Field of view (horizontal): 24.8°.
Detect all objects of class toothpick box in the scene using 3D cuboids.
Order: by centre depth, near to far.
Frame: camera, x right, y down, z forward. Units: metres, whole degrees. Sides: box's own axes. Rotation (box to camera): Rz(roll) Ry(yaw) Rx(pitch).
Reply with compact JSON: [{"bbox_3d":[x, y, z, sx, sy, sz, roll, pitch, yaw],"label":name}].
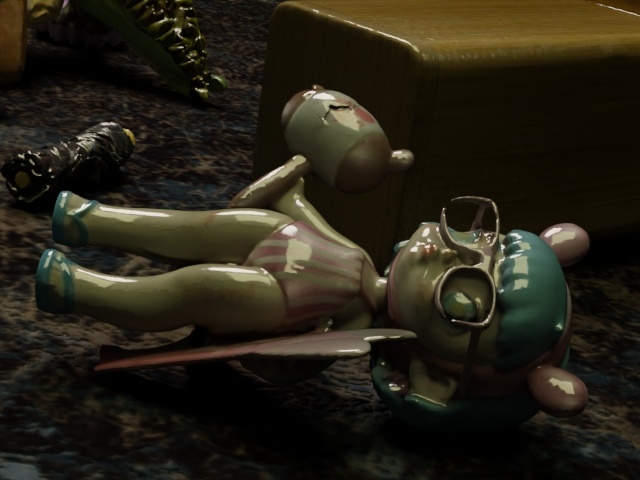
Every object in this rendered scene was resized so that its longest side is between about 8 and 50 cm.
[{"bbox_3d":[0.119,-0.083,1.007,0.308,0.187,0.190,-8,26,-39],"label":"toothpick box"}]

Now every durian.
[{"bbox_3d":[-0.201,-0.273,1.294,0.375,0.106,0.132,48,-20,4],"label":"durian"}]

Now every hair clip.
[{"bbox_3d":[-0.239,-0.246,1.489,0.106,0.084,0.292,5,12,-9],"label":"hair clip"}]

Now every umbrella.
[{"bbox_3d":[-0.159,-0.052,0.957,0.040,0.037,0.144,42,23,5],"label":"umbrella"}]

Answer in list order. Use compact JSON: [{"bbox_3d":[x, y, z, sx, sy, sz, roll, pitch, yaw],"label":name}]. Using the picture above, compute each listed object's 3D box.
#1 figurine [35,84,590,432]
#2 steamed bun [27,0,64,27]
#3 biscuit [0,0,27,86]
[{"bbox_3d":[-0.002,0.013,0.705,0.260,0.103,0.205,7,42,1],"label":"figurine"},{"bbox_3d":[-0.312,-0.244,1.219,0.172,0.155,0.141,-12,13,-3],"label":"steamed bun"},{"bbox_3d":[-0.337,-0.222,1.122,0.301,0.278,0.043,35,-15,12],"label":"biscuit"}]
